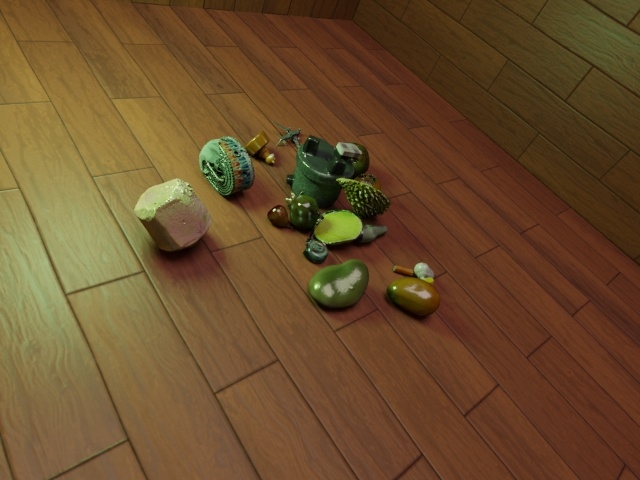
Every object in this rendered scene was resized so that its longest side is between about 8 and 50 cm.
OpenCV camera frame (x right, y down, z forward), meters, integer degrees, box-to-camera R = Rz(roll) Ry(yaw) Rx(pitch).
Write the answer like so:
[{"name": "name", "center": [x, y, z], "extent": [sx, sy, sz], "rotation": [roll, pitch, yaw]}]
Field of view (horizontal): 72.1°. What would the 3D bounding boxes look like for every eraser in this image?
[{"name": "eraser", "center": [0.126, -0.407, 1.974], "extent": [0.105, 0.026, 0.065], "rotation": [2, 48, -34]}]

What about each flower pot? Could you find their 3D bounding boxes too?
[{"name": "flower pot", "center": [0.001, -0.346, 2.066], "extent": [0.298, 0.283, 0.299], "rotation": [14, 46, -14]}]

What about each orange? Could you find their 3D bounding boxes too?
[{"name": "orange", "center": [0.230, -0.267, 2.218], "extent": [0.156, 0.134, 0.157], "rotation": [18, 31, -11]}]

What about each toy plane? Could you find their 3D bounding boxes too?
[{"name": "toy plane", "center": [-0.161, -0.561, 2.356], "extent": [0.226, 0.058, 0.226], "rotation": [48, 44, -1]}]

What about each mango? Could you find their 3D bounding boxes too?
[{"name": "mango", "center": [0.389, 0.225, 1.827], "extent": [0.221, 0.120, 0.152], "rotation": [25, 54, 11]}]

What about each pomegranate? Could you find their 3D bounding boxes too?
[{"name": "pomegranate", "center": [-0.081, -0.138, 1.936], "extent": [0.131, 0.152, 0.191], "rotation": [-11, 33, -25]}, {"name": "pomegranate", "center": [0.174, -0.412, 2.323], "extent": [0.179, 0.210, 0.179], "rotation": [-2, 71, 7]}]

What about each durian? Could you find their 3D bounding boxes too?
[{"name": "durian", "center": [0.213, -0.198, 2.021], "extent": [0.352, 0.158, 0.169], "rotation": [29, 28, -57]}]

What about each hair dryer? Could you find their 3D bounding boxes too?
[{"name": "hair dryer", "center": [0.211, -0.065, 2.071], "extent": [0.218, 0.088, 0.225], "rotation": [5, 32, -31]}]

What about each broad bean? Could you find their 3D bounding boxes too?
[{"name": "broad bean", "center": [0.077, 0.179, 1.738], "extent": [0.263, 0.121, 0.189], "rotation": [-22, 64, -23]}]

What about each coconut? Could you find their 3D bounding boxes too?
[{"name": "coconut", "center": [-0.516, -0.080, 1.592], "extent": [0.233, 0.245, 0.233], "rotation": [-16, 41, 14]}]

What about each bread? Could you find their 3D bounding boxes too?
[{"name": "bread", "center": [0.075, -0.056, 1.953], "extent": [0.228, 0.034, 0.229], "rotation": [-3, 44, 3]}]

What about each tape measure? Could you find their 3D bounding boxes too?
[{"name": "tape measure", "center": [0.000, 0.001, 1.819], "extent": [0.107, 0.180, 0.104], "rotation": [23, 26, -3]}]

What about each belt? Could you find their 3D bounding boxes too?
[{"name": "belt", "center": [-0.405, -0.324, 1.897], "extent": [0.150, 0.207, 0.258], "rotation": [-23, 70, -43]}]

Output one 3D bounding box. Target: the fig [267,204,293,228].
[{"name": "fig", "center": [-0.168, -0.091, 1.894], "extent": [0.125, 0.089, 0.089], "rotation": [50, 43, -9]}]

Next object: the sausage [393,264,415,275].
[{"name": "sausage", "center": [0.379, 0.137, 1.975], "extent": [0.107, 0.031, 0.031], "rotation": [15, 44, -13]}]

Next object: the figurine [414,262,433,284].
[{"name": "figurine", "center": [0.465, 0.169, 1.957], "extent": [0.129, 0.109, 0.178], "rotation": [40, 36, -27]}]

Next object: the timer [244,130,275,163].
[{"name": "timer", "center": [-0.277, -0.436, 2.152], "extent": [0.152, 0.132, 0.132], "rotation": [48, 41, -12]}]
